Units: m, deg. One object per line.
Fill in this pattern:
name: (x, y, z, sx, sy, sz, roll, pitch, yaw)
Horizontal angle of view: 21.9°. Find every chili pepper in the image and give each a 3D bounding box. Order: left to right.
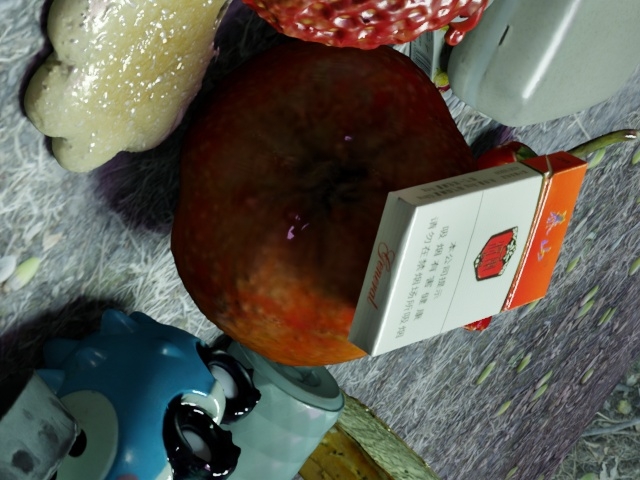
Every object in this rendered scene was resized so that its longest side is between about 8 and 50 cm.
chili pepper: (0.225, -0.049, 2.011, 0.135, 0.131, 0.338, 8, 128, -36)

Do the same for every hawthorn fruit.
hawthorn fruit: (-0.001, -0.029, 1.477, 0.287, 0.287, 0.330, -47, 178, -7)

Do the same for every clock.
clock: (-0.323, 0.230, 1.294, 0.319, 0.066, 0.319, -41, -171, 8)

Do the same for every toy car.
toy car: (-0.183, 0.166, 1.489, 0.188, 0.190, 0.255, -44, -168, 24)

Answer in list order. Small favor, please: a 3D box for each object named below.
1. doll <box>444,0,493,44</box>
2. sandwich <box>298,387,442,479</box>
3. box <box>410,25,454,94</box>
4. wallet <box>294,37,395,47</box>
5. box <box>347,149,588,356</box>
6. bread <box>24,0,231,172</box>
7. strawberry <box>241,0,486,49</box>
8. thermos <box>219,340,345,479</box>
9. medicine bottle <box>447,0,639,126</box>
doll: (0.131, -0.285, 1.490, 0.142, 0.076, 0.245, -26, 131, -36)
sandwich: (0.066, 0.295, 2.039, 0.099, 0.301, 0.271, -51, 156, 7)
box: (0.118, -0.219, 1.653, 0.050, 0.041, 0.207, -39, 156, -18)
wallet: (0.028, -0.213, 1.510, 0.124, 0.025, 0.244, -48, 158, -6)
box: (0.125, 0.006, 1.354, 0.245, 0.035, 0.139, -12, 125, -48)
bread: (-0.142, -0.151, 1.267, 0.182, 0.039, 0.251, -23, 147, -49)
strawberry: (0.020, -0.274, 1.137, 0.288, 0.250, 0.238, 6, 132, -34)
thermos: (-0.106, 0.242, 1.859, 0.286, 0.145, 0.182, -54, -169, 16)
medicine bottle: (0.277, -0.255, 1.748, 0.375, 0.123, 0.282, -20, 138, -60)
